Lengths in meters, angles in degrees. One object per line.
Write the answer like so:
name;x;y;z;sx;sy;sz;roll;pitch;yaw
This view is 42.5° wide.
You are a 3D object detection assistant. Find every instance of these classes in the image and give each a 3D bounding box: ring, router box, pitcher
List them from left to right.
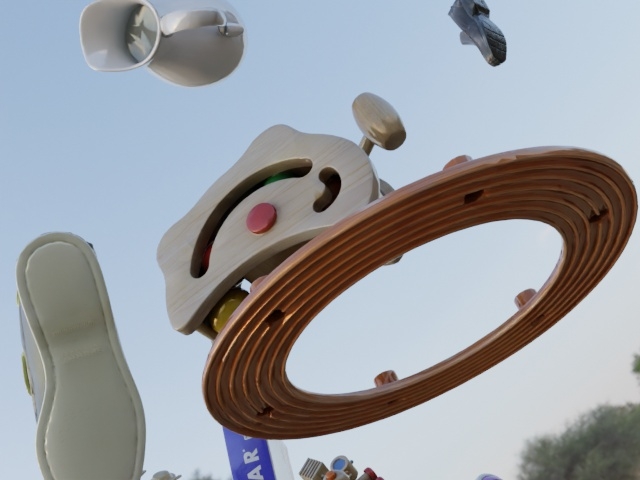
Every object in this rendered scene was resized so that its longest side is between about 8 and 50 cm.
pitcher;-0.157;-0.251;1.004;0.207;0.177;0.126;-17;-75;-60
router box;-0.089;0.543;1.616;0.082;0.336;0.301;-17;-28;0
ring;0.073;0.047;0.596;0.336;0.032;0.337;-18;-33;-12

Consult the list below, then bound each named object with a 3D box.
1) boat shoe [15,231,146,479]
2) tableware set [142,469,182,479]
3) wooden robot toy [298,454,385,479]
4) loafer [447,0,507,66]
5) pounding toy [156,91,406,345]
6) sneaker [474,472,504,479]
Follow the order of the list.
boat shoe;-0.250;0.140;0.852;0.109;0.305;0.091;-11;6;-19
tableware set;-0.363;0.480;1.596;0.168;0.020;0.141;-7;12;30
wooden robot toy;0.030;0.305;1.037;0.076;0.173;0.079;-44;-56;-15
loafer;0.266;-0.352;1.400;0.062;0.170;0.061;16;-44;-36
pounding toy;0.000;0.000;0.731;0.269;0.154;0.155;-46;-41;0
sneaker;0.264;0.516;1.232;0.114;0.305;0.152;15;-43;-31
